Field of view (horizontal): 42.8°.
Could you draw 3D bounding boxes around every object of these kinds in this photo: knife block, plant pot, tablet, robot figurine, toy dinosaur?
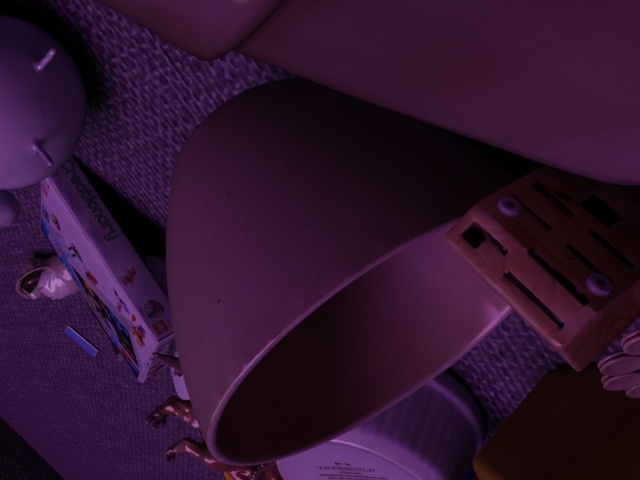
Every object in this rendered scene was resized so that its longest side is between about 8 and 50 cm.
[{"bbox_3d":[0.170,0.040,0.575,0.088,0.276,0.242,46,141,23],"label":"knife block"},{"bbox_3d":[0.280,0.245,0.798,0.187,0.212,0.212,19,145,52],"label":"plant pot"},{"bbox_3d":[-0.509,0.214,1.735,0.083,0.006,0.054,41,148,-4],"label":"tablet"},{"bbox_3d":[-0.423,-0.167,0.984,0.354,0.200,0.299,10,113,38],"label":"robot figurine"},{"bbox_3d":[-0.121,0.256,1.161,0.200,0.127,0.295,-5,115,30],"label":"toy dinosaur"},{"bbox_3d":[0.095,-0.178,0.389,0.280,0.323,0.323,30,152,-20],"label":"plant pot"}]

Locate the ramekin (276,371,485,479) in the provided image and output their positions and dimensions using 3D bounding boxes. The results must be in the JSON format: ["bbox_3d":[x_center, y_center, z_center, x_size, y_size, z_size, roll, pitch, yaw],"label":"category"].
[{"bbox_3d":[0.065,0.261,1.036,0.273,0.127,0.272,14,139,13],"label":"ramekin"}]

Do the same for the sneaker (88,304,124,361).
[{"bbox_3d":[-0.323,0.120,1.356,0.118,0.083,0.222,52,140,3],"label":"sneaker"}]

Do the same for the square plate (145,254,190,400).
[{"bbox_3d":[-0.103,0.202,1.219,0.344,0.049,0.347,19,139,18],"label":"square plate"}]

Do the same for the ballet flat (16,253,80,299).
[{"bbox_3d":[-0.476,0.072,1.453,0.248,0.086,0.086,-8,125,50],"label":"ballet flat"}]

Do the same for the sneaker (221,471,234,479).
[{"bbox_3d":[-0.141,0.342,1.465,0.093,0.088,0.225,-5,127,9],"label":"sneaker"}]

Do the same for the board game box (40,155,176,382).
[{"bbox_3d":[-0.314,0.047,1.198,0.305,0.053,0.193,54,151,11],"label":"board game box"}]

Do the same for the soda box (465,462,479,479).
[{"bbox_3d":[0.266,0.393,1.107,0.071,0.067,0.210,-6,127,48],"label":"soda box"}]

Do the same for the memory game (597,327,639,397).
[{"bbox_3d":[0.306,0.082,0.628,0.186,0.012,0.186,-5,148,-3],"label":"memory game"}]

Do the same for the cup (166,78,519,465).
[{"bbox_3d":[0.000,0.000,0.706,0.237,0.331,0.331,56,156,27],"label":"cup"}]
